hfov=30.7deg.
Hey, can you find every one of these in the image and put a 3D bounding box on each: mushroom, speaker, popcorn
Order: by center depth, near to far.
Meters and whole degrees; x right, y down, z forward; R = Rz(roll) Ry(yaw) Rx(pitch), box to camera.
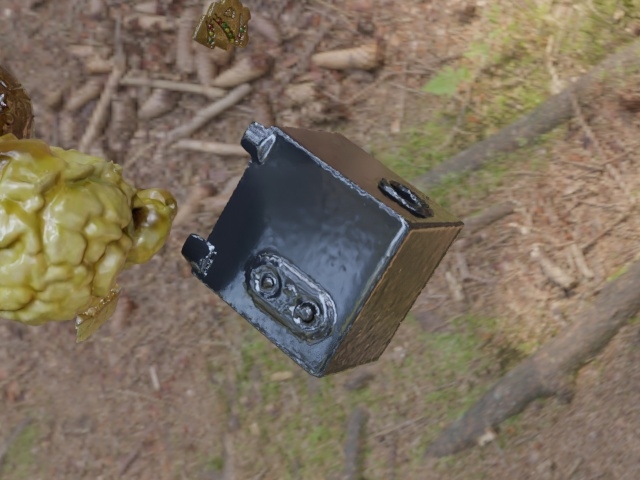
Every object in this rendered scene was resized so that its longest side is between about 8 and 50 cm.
[{"bbox_3d":[-0.329,-0.015,1.443,0.265,0.332,0.225,11,99,39],"label":"popcorn"},{"bbox_3d":[0.000,0.000,1.464,0.254,0.184,0.232,38,109,23],"label":"speaker"},{"bbox_3d":[-0.519,-0.201,1.719,0.138,0.231,0.194,-15,79,36],"label":"mushroom"}]

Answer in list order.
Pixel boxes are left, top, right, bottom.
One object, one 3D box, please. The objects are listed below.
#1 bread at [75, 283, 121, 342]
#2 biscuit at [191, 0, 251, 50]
[{"bbox_3d":[-0.390,0.108,1.913,0.080,0.109,0.084,34,138,12],"label":"bread"},{"bbox_3d":[-0.130,-0.285,1.541,0.016,0.092,0.082,24,134,46],"label":"biscuit"}]
